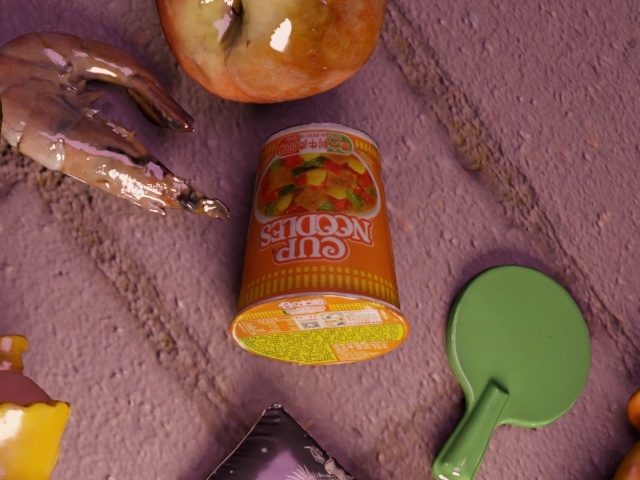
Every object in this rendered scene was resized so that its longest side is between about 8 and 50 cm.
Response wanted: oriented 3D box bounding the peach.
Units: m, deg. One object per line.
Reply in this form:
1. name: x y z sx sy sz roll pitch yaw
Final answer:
1. peach: -0.030 -0.236 1.492 0.214 0.214 0.235 56 42 0

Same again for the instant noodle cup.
1. instant noodle cup: 0.000 0.000 1.473 0.168 0.168 0.185 11 63 -20

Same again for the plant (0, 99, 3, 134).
1. plant: -0.325 -0.200 1.382 0.251 0.180 0.333 51 51 -27

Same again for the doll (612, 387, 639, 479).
1. doll: 0.321 0.287 1.514 0.270 0.162 0.167 -52 128 -32

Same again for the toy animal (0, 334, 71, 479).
1. toy animal: -0.267 0.189 1.300 0.156 0.156 0.230 -3 72 -24

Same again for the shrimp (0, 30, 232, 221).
1. shrimp: -0.186 -0.106 1.472 0.254 0.059 0.145 23 57 -10

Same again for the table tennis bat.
1. table tennis bat: 0.176 0.135 1.566 0.160 0.039 0.257 38 58 -9

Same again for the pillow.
1. pillow: -0.007 0.258 1.436 0.208 0.055 0.141 44 69 -5
